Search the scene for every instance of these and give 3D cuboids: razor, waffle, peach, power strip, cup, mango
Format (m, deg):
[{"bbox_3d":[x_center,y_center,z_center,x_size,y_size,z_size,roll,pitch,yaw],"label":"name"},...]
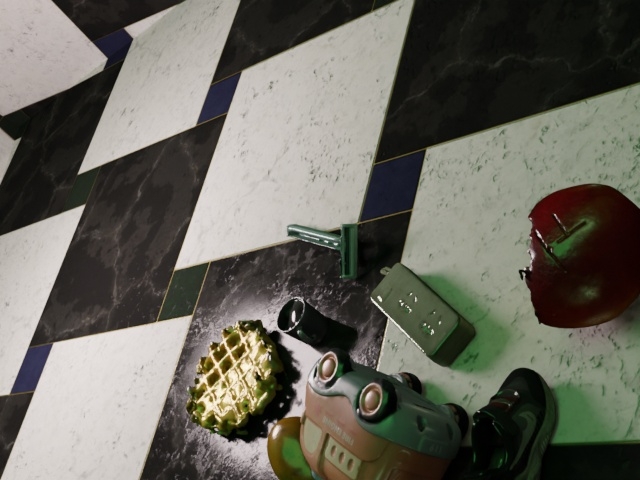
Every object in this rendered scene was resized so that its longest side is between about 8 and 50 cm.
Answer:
[{"bbox_3d":[0.009,-0.001,2.077,0.278,0.056,0.111,21,114,61],"label":"razor"},{"bbox_3d":[-0.179,0.277,2.053,0.281,0.060,0.262,-13,53,45],"label":"waffle"},{"bbox_3d":[0.387,0.026,1.476,0.226,0.196,0.190,-49,2,5],"label":"peach"},{"bbox_3d":[0.169,0.119,1.776,0.093,0.053,0.288,-52,35,5],"label":"power strip"},{"bbox_3d":[-0.031,0.170,1.950,0.078,0.077,0.100,-43,36,17],"label":"cup"},{"bbox_3d":[-0.039,0.391,1.766,0.111,0.089,0.163,-38,46,22],"label":"mango"}]

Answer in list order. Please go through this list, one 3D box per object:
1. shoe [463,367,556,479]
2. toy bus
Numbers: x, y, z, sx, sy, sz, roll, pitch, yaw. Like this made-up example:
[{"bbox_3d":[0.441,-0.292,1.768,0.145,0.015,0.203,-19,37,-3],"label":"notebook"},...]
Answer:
[{"bbox_3d":[0.274,0.285,1.456,0.099,0.112,0.227,-14,53,46],"label":"shoe"},{"bbox_3d":[0.086,0.322,1.604,0.288,0.194,0.232,25,94,55],"label":"toy bus"}]
